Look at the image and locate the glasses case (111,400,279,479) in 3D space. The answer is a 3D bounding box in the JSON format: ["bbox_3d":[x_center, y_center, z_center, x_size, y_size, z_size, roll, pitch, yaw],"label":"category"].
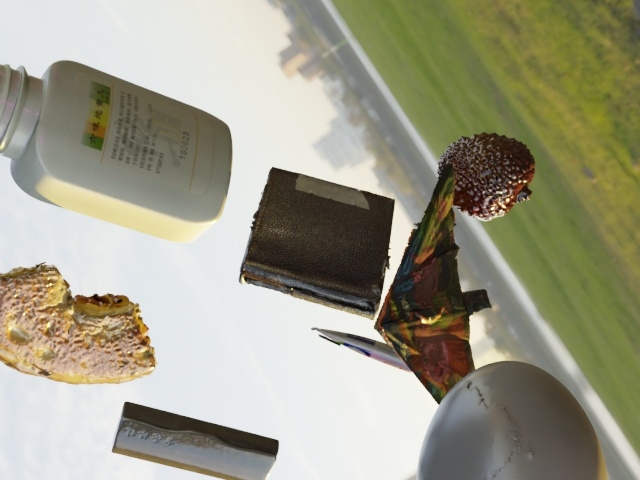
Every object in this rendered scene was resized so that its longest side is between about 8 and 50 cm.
[{"bbox_3d":[-0.149,0.243,1.246,0.190,0.072,0.042,17,-145,-13],"label":"glasses case"}]

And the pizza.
[{"bbox_3d":[-0.336,0.107,1.372,0.305,0.161,0.085,28,-165,-33],"label":"pizza"}]

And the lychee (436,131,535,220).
[{"bbox_3d":[0.221,-0.087,1.417,0.129,0.123,0.123,18,-168,-5],"label":"lychee"}]

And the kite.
[{"bbox_3d":[0.120,0.079,1.045,0.234,0.016,0.321,-4,-95,-56],"label":"kite"}]

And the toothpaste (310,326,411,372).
[{"bbox_3d":[0.068,0.148,1.454,0.169,0.028,0.045,19,-177,10],"label":"toothpaste"}]

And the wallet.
[{"bbox_3d":[0.000,0.000,1.638,0.262,0.220,0.071,-78,1,-46],"label":"wallet"}]

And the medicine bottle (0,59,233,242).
[{"bbox_3d":[-0.278,-0.121,1.330,0.324,0.124,0.179,19,-121,-29],"label":"medicine bottle"}]

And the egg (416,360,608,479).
[{"bbox_3d":[0.146,0.187,0.812,0.146,0.146,0.199,-105,5,-69],"label":"egg"}]
